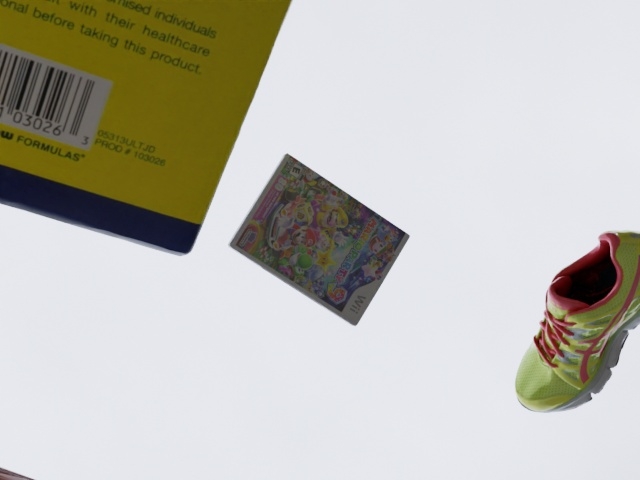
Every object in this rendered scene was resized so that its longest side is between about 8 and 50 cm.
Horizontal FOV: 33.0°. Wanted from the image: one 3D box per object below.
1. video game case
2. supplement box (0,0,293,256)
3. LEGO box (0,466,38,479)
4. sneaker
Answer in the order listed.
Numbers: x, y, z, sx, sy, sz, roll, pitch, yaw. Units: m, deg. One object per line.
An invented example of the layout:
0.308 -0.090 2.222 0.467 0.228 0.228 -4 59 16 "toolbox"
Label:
0.000 0.000 0.855 0.122 0.011 0.087 33 -98 -13 "video game case"
-0.106 -0.206 0.608 0.195 0.194 0.356 17 -65 -17 "supplement box"
-0.364 0.169 0.293 0.500 0.193 0.372 29 -60 -29 "LEGO box"
0.220 0.064 0.932 0.094 0.081 0.208 13 -58 -31 "sneaker"
